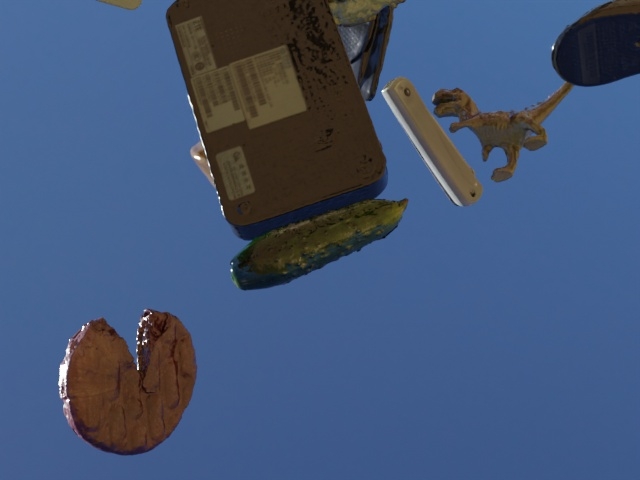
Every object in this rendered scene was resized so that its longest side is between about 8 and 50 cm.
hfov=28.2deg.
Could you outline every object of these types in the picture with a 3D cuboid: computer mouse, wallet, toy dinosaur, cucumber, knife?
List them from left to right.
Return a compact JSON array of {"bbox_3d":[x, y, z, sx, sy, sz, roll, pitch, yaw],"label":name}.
[{"bbox_3d":[0.000,0.000,1.497,0.069,0.227,0.069,-22,-90,-88],"label":"cucumber"},{"bbox_3d":[0.035,-0.422,2.253,0.247,0.322,0.041,18,-170,40],"label":"wallet"},{"bbox_3d":[0.197,-0.171,2.204,0.265,0.041,0.073,53,-122,-18],"label":"knife"},{"bbox_3d":[0.299,-0.188,1.901,0.251,0.072,0.199,-15,-135,8],"label":"toy dinosaur"},{"bbox_3d":[0.466,-0.308,1.853,0.264,0.147,0.088,-4,-130,9],"label":"computer mouse"}]

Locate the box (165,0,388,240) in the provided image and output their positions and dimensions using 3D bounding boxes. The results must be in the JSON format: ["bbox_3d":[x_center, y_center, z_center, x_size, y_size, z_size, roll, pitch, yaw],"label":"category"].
[{"bbox_3d":[-0.058,-0.184,1.610,0.211,0.058,0.350,-20,-115,2],"label":"box"}]

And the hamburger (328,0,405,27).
[{"bbox_3d":[0.058,-0.509,1.962,0.195,0.318,0.276,48,-169,-47],"label":"hamburger"}]

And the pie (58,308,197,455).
[{"bbox_3d":[-0.266,0.193,1.758,0.219,0.054,0.204,12,-97,-46],"label":"pie"}]

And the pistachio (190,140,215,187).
[{"bbox_3d":[-0.102,-0.127,2.160,0.213,0.162,0.260,-5,-165,-25],"label":"pistachio"}]

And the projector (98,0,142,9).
[{"bbox_3d":[-0.399,-0.544,2.144,0.259,0.257,0.079,12,-168,-27],"label":"projector"}]
